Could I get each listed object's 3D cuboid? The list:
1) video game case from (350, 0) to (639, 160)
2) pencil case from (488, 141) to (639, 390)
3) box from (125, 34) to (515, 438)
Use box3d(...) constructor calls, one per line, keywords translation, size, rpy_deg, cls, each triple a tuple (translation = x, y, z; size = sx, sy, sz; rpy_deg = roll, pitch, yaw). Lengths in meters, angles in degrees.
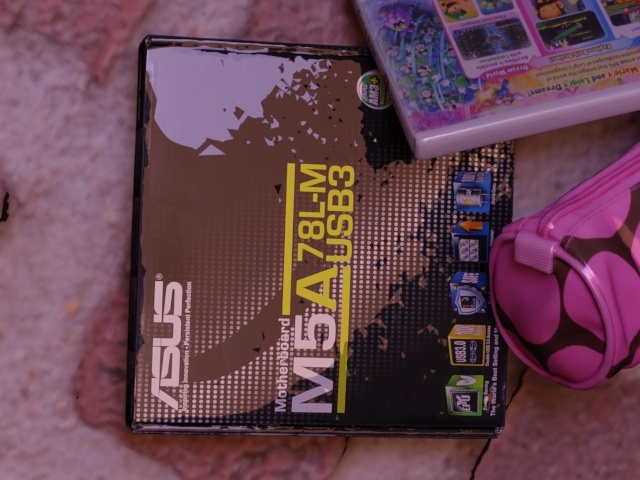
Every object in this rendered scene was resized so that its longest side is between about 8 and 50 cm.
box3d(translation=(0.098, -0.112, 0.891), size=(0.157, 0.019, 0.143), rpy_deg=(-13, 56, -10), cls="video game case")
box3d(translation=(0.176, -0.019, 0.892), size=(0.209, 0.095, 0.098), rpy_deg=(-35, 140, -22), cls="pencil case")
box3d(translation=(0.000, 0.000, 0.902), size=(0.184, 0.045, 0.190), rpy_deg=(3, 90, -13), cls="box")
